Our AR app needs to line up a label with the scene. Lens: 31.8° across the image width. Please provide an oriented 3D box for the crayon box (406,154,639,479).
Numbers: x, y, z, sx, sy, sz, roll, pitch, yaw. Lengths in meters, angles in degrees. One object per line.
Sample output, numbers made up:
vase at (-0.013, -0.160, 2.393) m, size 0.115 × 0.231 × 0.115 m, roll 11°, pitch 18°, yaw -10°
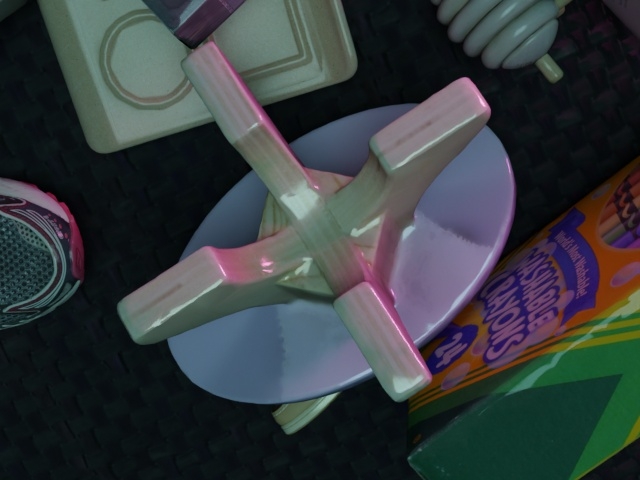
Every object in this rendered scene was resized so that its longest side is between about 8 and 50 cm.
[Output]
crayon box at (0.203, 0.032, 0.737) m, size 0.323 × 0.203 × 0.083 m, roll -38°, pitch 101°, yaw 15°

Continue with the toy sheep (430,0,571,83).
toy sheep at (0.125, -0.163, 0.772) m, size 0.091 × 0.091 × 0.132 m, roll -41°, pitch 82°, yaw 8°

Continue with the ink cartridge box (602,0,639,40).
ink cartridge box at (0.207, -0.231, 0.709) m, size 0.128 × 0.127 × 0.176 m, roll -41°, pitch 79°, yaw 7°

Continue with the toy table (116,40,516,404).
toy table at (0.000, 0.000, 0.736) m, size 0.274 × 0.161 × 0.252 m, roll -45°, pitch 73°, yaw 2°

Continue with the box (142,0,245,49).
box at (-0.100, -0.269, 0.722) m, size 0.183 × 0.056 × 0.231 m, roll -45°, pitch 84°, yaw 5°

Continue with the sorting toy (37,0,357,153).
sorting toy at (-0.096, -0.179, 0.791) m, size 0.208 × 0.038 × 0.193 m, roll -16°, pitch 103°, yaw 7°

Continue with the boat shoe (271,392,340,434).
boat shoe at (0.011, 0.065, 0.837) m, size 0.059 × 0.063 × 0.170 m, roll 37°, pitch 90°, yaw -6°

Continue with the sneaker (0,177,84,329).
sneaker at (-0.317, 0.025, 0.793) m, size 0.299 × 0.112 × 0.121 m, roll -4°, pitch 103°, yaw -1°

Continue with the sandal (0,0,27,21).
sandal at (-0.279, -0.105, 0.790) m, size 0.219 × 0.090 × 0.060 m, roll -42°, pitch 122°, yaw 1°
